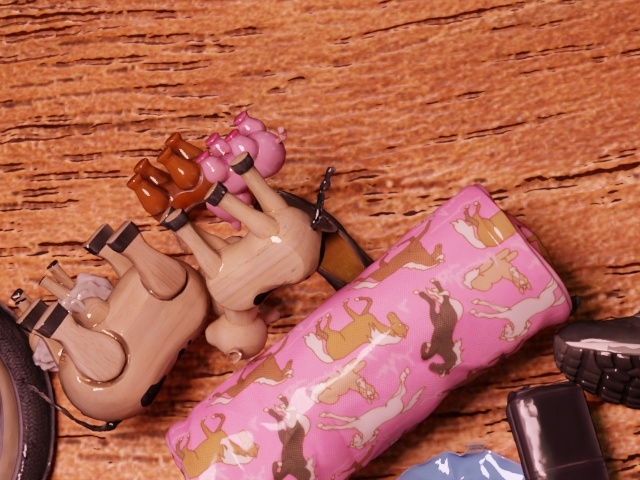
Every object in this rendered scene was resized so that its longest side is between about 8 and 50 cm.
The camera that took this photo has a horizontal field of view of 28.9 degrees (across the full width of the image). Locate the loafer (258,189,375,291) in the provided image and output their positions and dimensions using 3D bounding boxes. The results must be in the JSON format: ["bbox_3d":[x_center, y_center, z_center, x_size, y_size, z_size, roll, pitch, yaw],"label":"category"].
[{"bbox_3d":[0.000,0.000,1.237,0.170,0.061,0.062,37,82,24],"label":"loafer"}]

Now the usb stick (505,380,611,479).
[{"bbox_3d":[0.227,0.256,1.070,0.077,0.045,0.278,-9,72,-15],"label":"usb stick"}]

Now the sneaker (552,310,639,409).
[{"bbox_3d":[0.352,0.081,1.117,0.283,0.107,0.124,4,59,7],"label":"sneaker"}]

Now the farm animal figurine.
[{"bbox_3d":[-0.124,0.045,1.143,0.327,0.330,0.172,-45,109,-3],"label":"farm animal figurine"}]

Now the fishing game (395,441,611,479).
[{"bbox_3d":[0.134,0.276,1.111,0.264,0.041,0.189,-7,70,10],"label":"fishing game"}]

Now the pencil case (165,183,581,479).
[{"bbox_3d":[0.041,0.120,1.118,0.386,0.167,0.160,-39,26,-3],"label":"pencil case"}]

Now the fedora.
[{"bbox_3d":[-0.425,0.174,1.216,0.334,0.152,0.334,-4,68,11],"label":"fedora"}]
